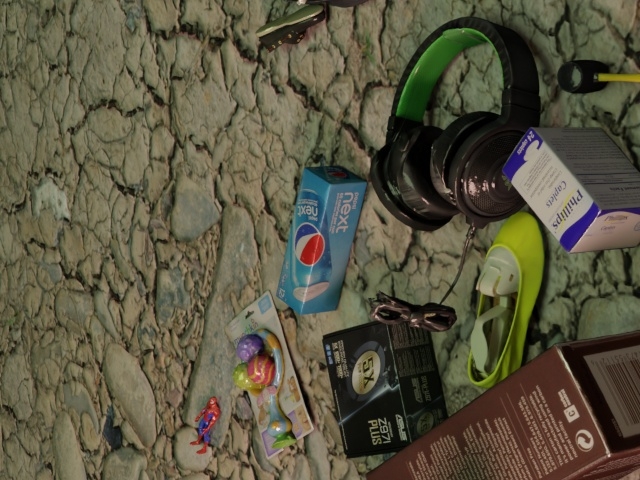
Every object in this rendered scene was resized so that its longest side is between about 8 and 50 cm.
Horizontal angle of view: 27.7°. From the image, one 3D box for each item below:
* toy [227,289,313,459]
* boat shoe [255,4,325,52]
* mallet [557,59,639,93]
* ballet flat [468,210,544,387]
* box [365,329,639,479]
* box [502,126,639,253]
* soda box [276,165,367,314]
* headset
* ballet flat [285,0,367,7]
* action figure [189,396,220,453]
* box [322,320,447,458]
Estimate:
[{"bbox_3d":[-0.097,0.215,2.048,0.137,0.056,0.237,-40,64,44],"label":"toy"},{"bbox_3d":[-0.038,-0.315,1.924,0.133,0.049,0.042,-16,115,42],"label":"boat shoe"},{"bbox_3d":[0.362,-0.183,1.452,0.189,0.062,0.039,6,100,36],"label":"mallet"},{"bbox_3d":[0.225,0.079,1.613,0.077,0.077,0.231,23,112,46],"label":"ballet flat"},{"bbox_3d":[0.245,0.248,1.523,0.381,0.191,0.143,-45,60,43],"label":"box"},{"bbox_3d":[0.298,-0.059,1.467,0.137,0.126,0.072,56,132,31],"label":"box"},{"bbox_3d":[0.000,0.000,1.888,0.067,0.071,0.210,34,120,44],"label":"soda box"},{"bbox_3d":[0.145,-0.086,1.598,0.243,0.185,0.394,-8,76,56],"label":"headset"},{"bbox_3d":[0.006,-0.365,1.838,0.203,0.074,0.074,8,101,50],"label":"ballet flat"},{"bbox_3d":[-0.195,0.311,2.205,0.038,0.030,0.115,49,128,42],"label":"action figure"},{"bbox_3d":[0.090,0.203,1.797,0.147,0.077,0.180,-19,79,50],"label":"box"}]
